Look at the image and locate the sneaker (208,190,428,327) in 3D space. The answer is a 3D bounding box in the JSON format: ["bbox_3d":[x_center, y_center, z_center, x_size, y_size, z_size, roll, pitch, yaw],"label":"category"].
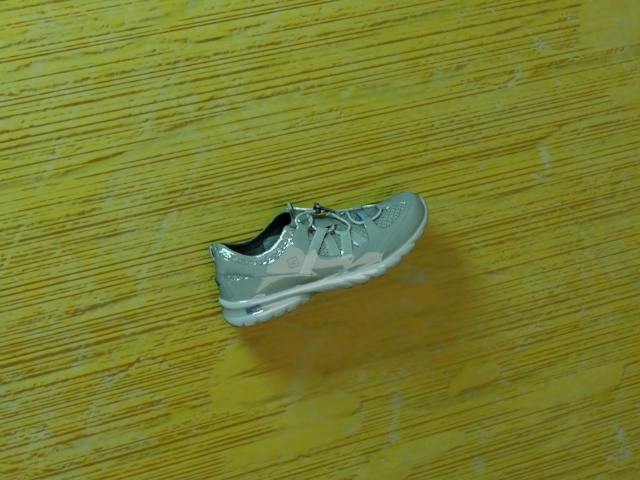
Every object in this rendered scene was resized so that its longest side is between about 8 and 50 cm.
[{"bbox_3d":[0.000,0.000,1.842,0.281,0.105,0.115,-26,111,-14],"label":"sneaker"}]
